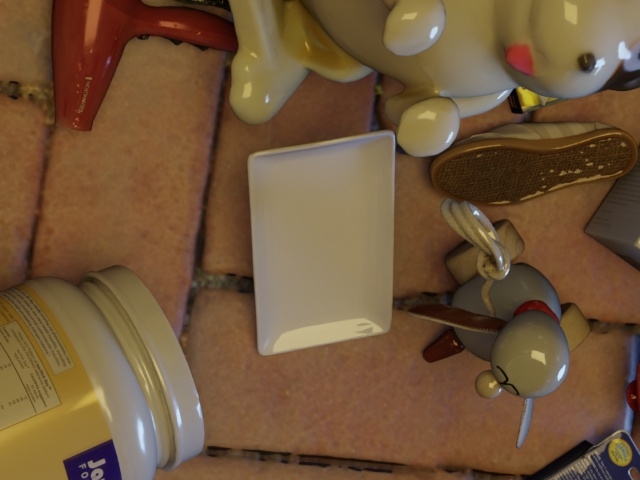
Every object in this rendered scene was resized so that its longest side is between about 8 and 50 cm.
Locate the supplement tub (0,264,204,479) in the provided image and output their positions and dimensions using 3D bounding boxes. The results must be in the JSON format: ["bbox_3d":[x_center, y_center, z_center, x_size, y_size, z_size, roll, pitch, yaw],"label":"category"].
[{"bbox_3d":[-0.301,0.176,1.774,0.331,0.241,0.241,-23,99,-21],"label":"supplement tub"}]

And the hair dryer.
[{"bbox_3d":[-0.158,-0.218,1.865,0.293,0.080,0.223,-42,102,-5],"label":"hair dryer"}]

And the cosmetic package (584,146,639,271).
[{"bbox_3d":[0.402,-0.037,1.956,0.151,0.151,0.183,33,88,-13],"label":"cosmetic package"}]

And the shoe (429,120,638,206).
[{"bbox_3d":[0.218,-0.084,1.970,0.219,0.058,0.076,-7,116,-7],"label":"shoe"}]

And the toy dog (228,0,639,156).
[{"bbox_3d":[0.141,-0.242,1.756,0.395,0.408,0.284,-42,137,-42],"label":"toy dog"}]

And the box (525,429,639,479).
[{"bbox_3d":[0.259,0.311,2.018,0.225,0.036,0.136,-32,101,-6],"label":"box"}]

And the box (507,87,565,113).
[{"bbox_3d":[0.245,-0.264,1.959,0.159,0.044,0.233,-18,98,-9],"label":"box"}]

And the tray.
[{"bbox_3d":[0.000,0.000,1.881,0.145,0.030,0.270,-11,132,-11],"label":"tray"}]

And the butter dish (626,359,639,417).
[{"bbox_3d":[0.378,0.163,1.994,0.160,0.118,0.160,-19,101,-50],"label":"butter dish"}]

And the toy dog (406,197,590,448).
[{"bbox_3d":[0.161,0.095,1.865,0.161,0.334,0.220,-37,76,11],"label":"toy dog"}]
